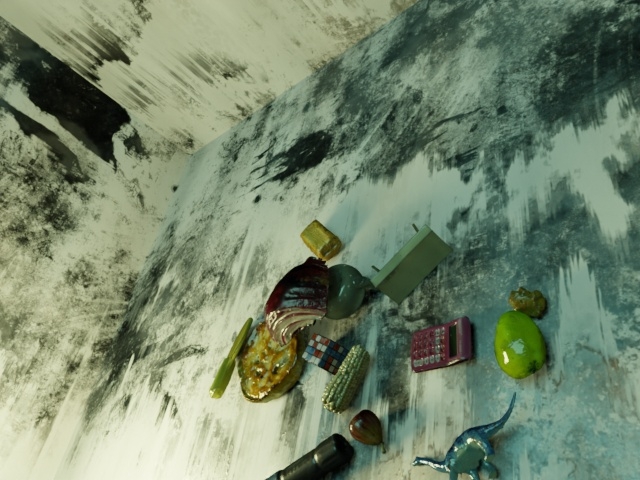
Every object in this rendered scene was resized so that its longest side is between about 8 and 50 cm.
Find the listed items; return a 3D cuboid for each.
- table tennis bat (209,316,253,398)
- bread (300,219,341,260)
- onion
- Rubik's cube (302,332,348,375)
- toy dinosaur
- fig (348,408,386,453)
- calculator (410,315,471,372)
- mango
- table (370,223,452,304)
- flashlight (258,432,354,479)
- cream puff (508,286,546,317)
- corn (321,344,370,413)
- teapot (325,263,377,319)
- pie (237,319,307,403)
[{"bbox_3d":[-0.331,0.440,1.894,0.224,0.054,0.369,-57,8,35],"label":"table tennis bat"},{"bbox_3d":[0.000,0.000,1.966,0.114,0.083,0.211,-46,34,1],"label":"bread"},{"bbox_3d":[-0.101,0.182,1.671,0.314,0.146,0.280,-50,29,37],"label":"onion"},{"bbox_3d":[0.015,0.364,1.607,0.092,0.092,0.092,10,68,54],"label":"Rubik's cube"},{"bbox_3d":[0.337,0.486,1.128,0.329,0.076,0.144,-48,25,26],"label":"toy dinosaur"},{"bbox_3d":[0.138,0.518,1.347,0.125,0.089,0.089,40,92,29],"label":"fig"},{"bbox_3d":[0.326,0.286,1.360,0.190,0.034,0.127,-28,41,41],"label":"calculator"},{"bbox_3d":[0.462,0.238,1.181,0.119,0.100,0.178,-34,30,30],"label":"mango"},{"bbox_3d":[0.267,0.059,1.557,0.240,0.121,0.111,-47,34,8],"label":"table"},{"bbox_3d":[-0.083,0.687,1.440,0.424,0.103,0.103,-40,36,16],"label":"flashlight"},{"bbox_3d":[0.512,0.151,1.241,0.083,0.083,0.058,-40,-10,37],"label":"cream puff"},{"bbox_3d":[0.080,0.416,1.500,0.087,0.087,0.211,13,64,54],"label":"corn"},{"bbox_3d":[0.067,0.177,1.689,0.294,0.129,0.193,-27,41,36],"label":"teapot"},{"bbox_3d":[-0.169,0.425,1.784,0.315,0.092,0.315,-26,45,30],"label":"pie"}]
